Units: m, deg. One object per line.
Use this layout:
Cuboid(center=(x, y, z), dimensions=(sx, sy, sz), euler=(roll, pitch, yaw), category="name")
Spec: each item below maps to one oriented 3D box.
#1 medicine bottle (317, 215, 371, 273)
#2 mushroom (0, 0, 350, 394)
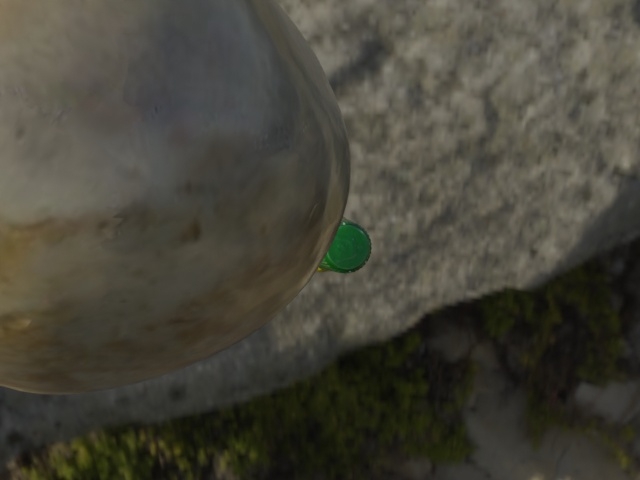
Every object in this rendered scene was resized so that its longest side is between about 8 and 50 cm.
Cuboid(center=(0.000, 0.000, 1.604), dimensions=(0.095, 0.260, 0.064), euler=(16, 91, -11), category="medicine bottle")
Cuboid(center=(-0.139, -0.073, 0.901), dimensions=(0.297, 0.297, 0.290), euler=(-11, 57, -6), category="mushroom")
